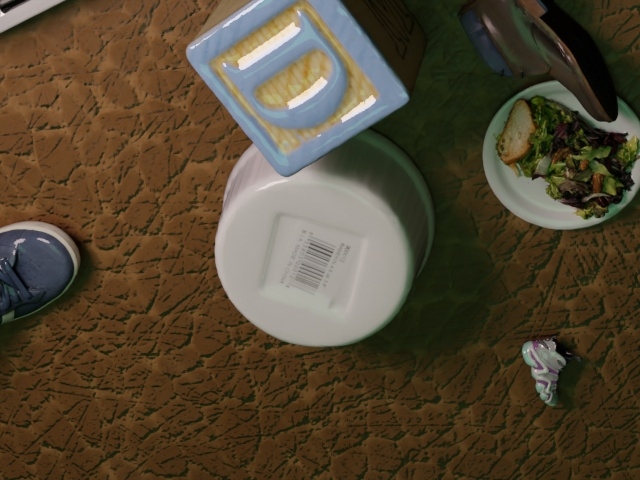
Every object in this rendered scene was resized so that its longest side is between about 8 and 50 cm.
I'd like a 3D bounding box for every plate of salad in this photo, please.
[{"bbox_3d":[0.296,-0.098,1.819,0.200,0.048,0.200,4,117,8],"label":"plate of salad"}]

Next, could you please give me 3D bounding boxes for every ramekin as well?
[{"bbox_3d":[0.000,0.000,1.873,0.277,0.135,0.277,4,117,8],"label":"ramekin"}]

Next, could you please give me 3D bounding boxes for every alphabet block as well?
[{"bbox_3d":[-0.011,-0.223,1.726,0.192,0.197,0.193,-29,108,23],"label":"alphabet block"}]

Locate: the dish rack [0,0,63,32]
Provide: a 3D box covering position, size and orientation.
[{"bbox_3d":[-0.400,-0.425,1.764,0.285,0.072,0.333,-22,111,21],"label":"dish rack"}]

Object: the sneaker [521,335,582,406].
[{"bbox_3d":[0.310,0.169,1.958,0.069,0.038,0.098,-19,112,20],"label":"sneaker"}]

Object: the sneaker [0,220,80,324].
[{"bbox_3d":[-0.480,0.092,2.000,0.350,0.148,0.131,-25,110,21],"label":"sneaker"}]

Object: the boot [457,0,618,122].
[{"bbox_3d":[0.256,-0.216,1.758,0.106,0.082,0.219,-28,102,35],"label":"boot"}]
